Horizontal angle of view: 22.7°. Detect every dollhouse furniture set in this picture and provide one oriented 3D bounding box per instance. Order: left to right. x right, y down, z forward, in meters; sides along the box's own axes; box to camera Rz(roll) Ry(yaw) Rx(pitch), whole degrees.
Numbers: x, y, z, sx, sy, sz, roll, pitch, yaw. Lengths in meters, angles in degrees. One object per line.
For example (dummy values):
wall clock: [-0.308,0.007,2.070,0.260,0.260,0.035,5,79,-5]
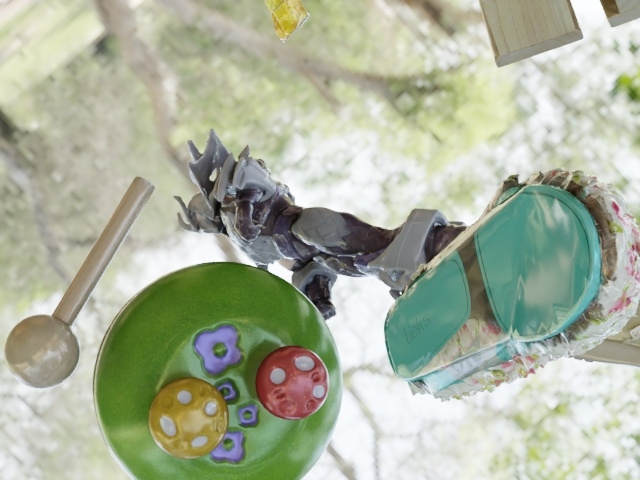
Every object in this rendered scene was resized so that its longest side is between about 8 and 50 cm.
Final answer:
dollhouse furniture set: [0.150,-0.223,0.998,0.144,0.151,0.123,-18,-144,9]

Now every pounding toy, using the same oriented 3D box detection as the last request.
pounding toy: [-0.082,0.091,1.105,0.183,0.237,0.110,-52,-168,-8]

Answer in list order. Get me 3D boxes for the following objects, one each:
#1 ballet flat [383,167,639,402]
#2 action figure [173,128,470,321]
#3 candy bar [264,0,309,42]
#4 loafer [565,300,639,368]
ballet flat: [0.104,0.021,0.756,0.077,0.091,0.241,-3,168,-20]
action figure: [0.000,0.000,1.206,0.285,0.185,0.099,12,-108,32]
candy bar: [-0.031,-0.185,0.825,0.018,0.162,0.040,-8,172,-21]
loafer: [0.288,0.060,1.256,0.268,0.092,0.102,8,-168,28]
